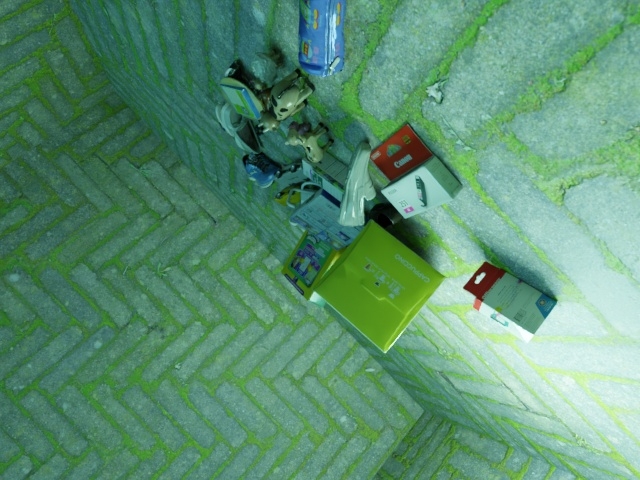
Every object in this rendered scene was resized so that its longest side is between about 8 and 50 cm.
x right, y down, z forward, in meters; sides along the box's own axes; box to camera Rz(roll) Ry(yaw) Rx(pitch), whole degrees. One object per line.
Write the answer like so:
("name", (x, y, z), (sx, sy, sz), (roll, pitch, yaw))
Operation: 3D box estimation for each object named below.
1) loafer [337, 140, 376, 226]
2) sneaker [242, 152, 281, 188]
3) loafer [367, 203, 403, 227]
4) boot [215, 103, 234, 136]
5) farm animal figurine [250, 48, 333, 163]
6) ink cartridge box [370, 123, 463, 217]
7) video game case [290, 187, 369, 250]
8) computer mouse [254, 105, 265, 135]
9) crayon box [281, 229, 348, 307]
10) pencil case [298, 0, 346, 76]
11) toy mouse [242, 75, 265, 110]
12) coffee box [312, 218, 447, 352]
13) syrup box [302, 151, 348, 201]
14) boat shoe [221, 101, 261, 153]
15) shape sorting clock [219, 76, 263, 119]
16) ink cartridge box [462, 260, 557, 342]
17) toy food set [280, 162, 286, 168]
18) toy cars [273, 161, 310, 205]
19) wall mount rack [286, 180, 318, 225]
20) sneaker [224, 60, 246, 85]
("loafer", (0.136, -0.181, 1.354), (0.112, 0.112, 0.319), (11, 132, 2))
("sneaker", (-0.308, -0.364, 2.012), (0.330, 0.130, 0.147), (25, 155, 49))
("loafer", (0.228, -0.088, 1.477), (0.080, 0.078, 0.220), (49, 162, -9))
("boot", (-0.483, -0.599, 1.980), (0.086, 0.069, 0.190), (31, 159, 32))
("farm animal figurine", (-0.115, -0.424, 1.359), (0.330, 0.172, 0.326), (42, 162, 12))
("ink cartridge box", (0.259, -0.195, 1.206), (0.239, 0.060, 0.275), (46, 163, -6))
("video game case", (0.046, -0.087, 1.685), (0.270, 0.061, 0.244), (35, 143, -19))
("computer mouse", (-0.277, -0.519, 1.738), (0.071, 0.041, 0.242), (43, 163, 5))
("crayon box", (-0.022, 0.111, 2.004), (0.106, 0.313, 0.363), (30, -177, -32))
("pencil case", (0.009, -0.522, 0.939), (0.306, 0.119, 0.133), (96, 152, -68))
("toy mouse", (-0.241, -0.582, 1.530), (0.143, 0.031, 0.161), (47, 162, -6))
("coffee box", (0.225, 0.178, 1.523), (0.338, 0.338, 0.334), (40, 178, 15))
("syrup box", (0.045, -0.245, 1.520), (0.237, 0.096, 0.093), (38, 160, 19))
("boat shoe", (-0.353, -0.511, 1.822), (0.103, 0.118, 0.320), (33, 163, 19))
("shape sorting clock", (-0.311, -0.561, 1.588), (0.206, 0.040, 0.206), (34, 163, 12))
("ink cartridge box", (0.565, 0.182, 1.218), (0.231, 0.134, 0.078), (36, 161, 30))
("toy food set", (-0.155, -0.331, 1.921), (0.078, 0.019, 0.122), (39, 169, 22))
("toy cars", (-0.125, -0.270, 1.861), (0.177, 0.087, 0.393), (10, 159, -3))
("wall mount rack", (0.002, -0.127, 1.852), (0.304, 0.130, 0.350), (12, 159, 3))
("sneaker", (-0.325, -0.635, 1.572), (0.077, 0.072, 0.178), (36, 172, -7))
